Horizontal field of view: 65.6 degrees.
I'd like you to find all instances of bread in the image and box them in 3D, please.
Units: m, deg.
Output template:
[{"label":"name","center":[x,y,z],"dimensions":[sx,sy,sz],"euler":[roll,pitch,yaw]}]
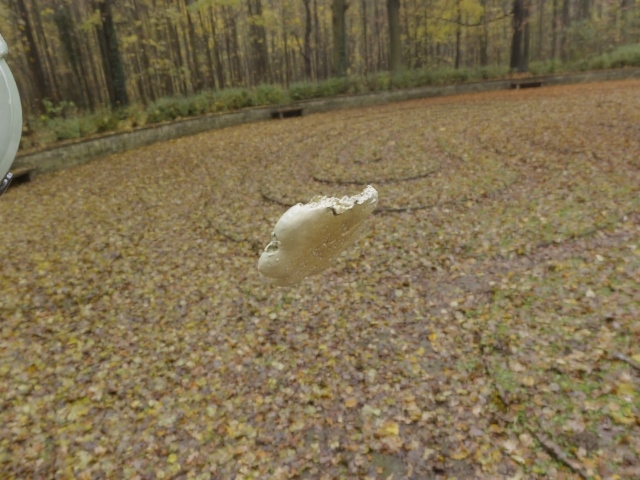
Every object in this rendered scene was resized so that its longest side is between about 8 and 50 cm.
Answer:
[{"label":"bread","center":[0.000,0.000,0.790],"dimensions":[0.039,0.182,0.251],"euler":[40,32,22]}]

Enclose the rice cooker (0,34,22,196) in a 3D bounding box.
[{"label":"rice cooker","center":[-0.378,-0.101,0.417],"dimensions":[0.226,0.226,0.244],"euler":[-21,8,-37]}]
